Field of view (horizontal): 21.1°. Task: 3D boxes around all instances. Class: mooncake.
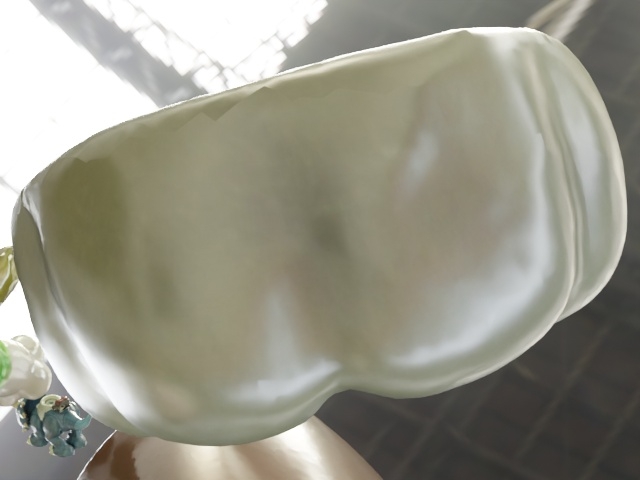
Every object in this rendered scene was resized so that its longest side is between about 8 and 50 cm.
[{"bbox_3d":[0.000,0.000,0.741,0.275,0.135,0.275,-17,-178,0],"label":"mooncake"}]

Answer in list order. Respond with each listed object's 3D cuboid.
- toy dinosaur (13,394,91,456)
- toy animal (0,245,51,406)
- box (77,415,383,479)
[{"bbox_3d":[-0.208,0.137,1.333,0.083,0.047,0.030,17,-143,36],"label":"toy dinosaur"},{"bbox_3d":[-0.300,0.052,1.159,0.363,0.181,0.180,-38,150,-73],"label":"toy animal"},{"bbox_3d":[-0.063,0.267,1.242,0.301,0.301,0.216,-38,-145,4],"label":"box"}]
